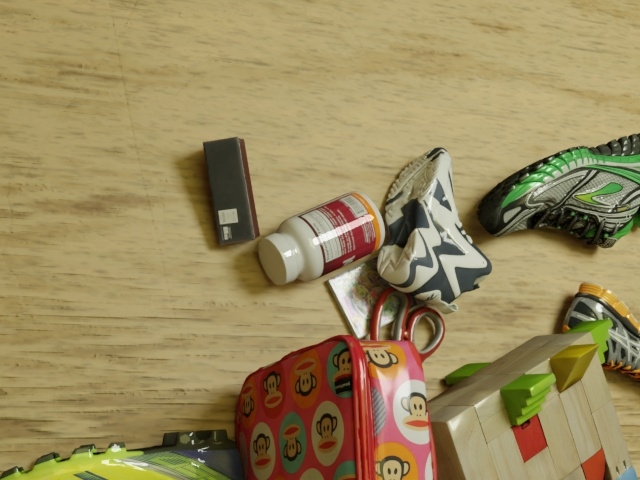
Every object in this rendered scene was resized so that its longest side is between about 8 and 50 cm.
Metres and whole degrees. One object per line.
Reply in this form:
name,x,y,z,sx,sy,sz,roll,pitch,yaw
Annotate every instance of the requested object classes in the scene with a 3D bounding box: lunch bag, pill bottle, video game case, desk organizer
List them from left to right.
desk organizer,-0.111,-0.063,1.351,0.047,0.050,0.130,-9,93,6
pill bottle,0.000,0.000,1.362,0.152,0.086,0.086,-24,84,-28
lunch bag,0.011,0.250,1.170,0.120,0.293,0.258,6,70,-28
video game case,0.076,0.068,1.418,0.122,0.011,0.087,-25,85,-29

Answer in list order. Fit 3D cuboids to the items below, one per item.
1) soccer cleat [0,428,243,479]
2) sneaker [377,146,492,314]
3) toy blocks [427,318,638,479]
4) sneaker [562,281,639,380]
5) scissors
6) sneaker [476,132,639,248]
soccer cleat,-0.219,0.280,1.167,0.289,0.093,0.121,-4,82,-25
sneaker,0.167,-0.003,1.445,0.153,0.094,0.235,41,40,-28
toy blocks,0.262,0.290,1.354,0.381,0.190,0.261,-23,97,-38
sneaker,0.429,0.155,1.521,0.215,0.084,0.083,42,74,-3
scissors,0.092,0.207,1.374,0.109,0.021,0.297,23,70,-23
sneaker,0.375,-0.057,1.528,0.343,0.134,0.146,-14,80,-28
